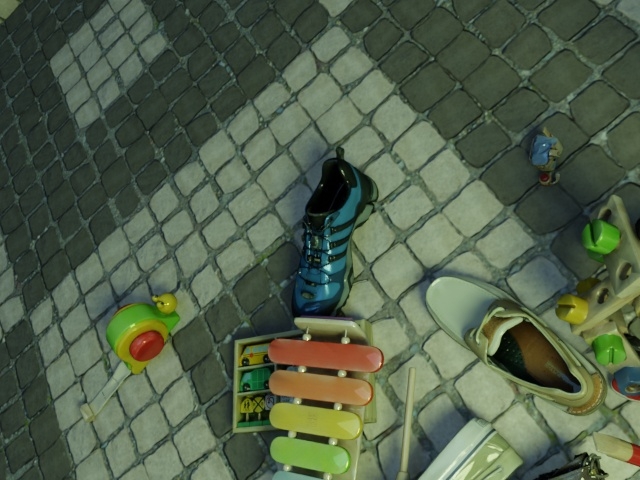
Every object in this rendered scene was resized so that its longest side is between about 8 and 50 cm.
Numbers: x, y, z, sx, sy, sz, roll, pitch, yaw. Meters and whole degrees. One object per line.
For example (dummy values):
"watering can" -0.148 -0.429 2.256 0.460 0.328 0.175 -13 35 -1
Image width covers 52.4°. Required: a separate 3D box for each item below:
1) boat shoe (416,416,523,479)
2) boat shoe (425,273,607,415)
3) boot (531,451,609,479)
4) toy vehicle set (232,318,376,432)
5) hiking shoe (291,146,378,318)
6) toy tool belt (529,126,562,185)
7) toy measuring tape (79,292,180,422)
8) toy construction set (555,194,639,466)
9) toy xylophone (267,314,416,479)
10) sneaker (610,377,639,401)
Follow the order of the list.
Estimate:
"boat shoe" 0.164 0.391 0.918 0.094 0.109 0.302 38 91 32
"boat shoe" 0.270 0.135 0.947 0.302 0.103 0.113 33 90 35
"boot" 0.372 0.374 0.794 0.262 0.091 0.229 -26 70 22
"toy vehicle set" -0.033 0.240 1.127 0.266 0.035 0.166 -13 67 26
"hiking shoe" 0.000 0.000 1.127 0.113 0.132 0.304 6 71 33
"toy tool belt" 0.353 -0.133 1.027 0.052 0.051 0.083 2 74 31
"toy measuring tape" -0.407 0.230 1.303 0.330 0.121 0.121 -49 56 6
"toy construction set" 0.362 0.097 0.759 0.257 0.237 0.309 -21 52 60
"toy xylophone" 0.026 0.275 1.008 0.236 0.081 0.323 -8 69 27
"sneaker" 0.440 0.193 0.849 0.118 0.067 0.042 4 74 31
